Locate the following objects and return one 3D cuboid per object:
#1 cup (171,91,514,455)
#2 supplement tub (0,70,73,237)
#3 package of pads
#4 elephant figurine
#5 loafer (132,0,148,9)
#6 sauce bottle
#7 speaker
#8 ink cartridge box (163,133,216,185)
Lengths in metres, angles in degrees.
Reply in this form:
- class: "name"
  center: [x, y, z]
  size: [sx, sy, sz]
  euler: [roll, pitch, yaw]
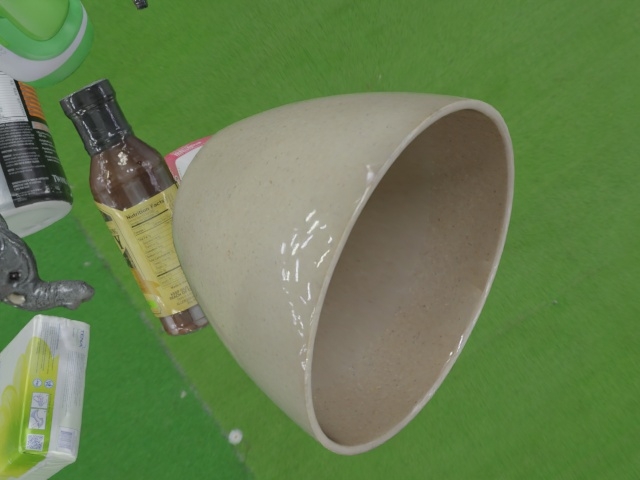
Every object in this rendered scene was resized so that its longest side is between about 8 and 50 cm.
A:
- class: "cup"
  center: [0.000, 0.000, 0.842]
  size: [0.236, 0.331, 0.331]
  euler: [23, 96, 31]
- class: "supplement tub"
  center: [-0.562, -0.178, 1.484]
  size: [0.207, 0.207, 0.338]
  euler: [-22, 83, 5]
- class: "package of pads"
  center: [-0.465, 0.266, 1.426]
  size: [0.101, 0.296, 0.229]
  euler: [15, 59, -30]
- class: "elephant figurine"
  center: [-0.443, 0.028, 1.118]
  size: [0.239, 0.186, 0.169]
  euler: [-27, 60, -6]
- class: "loafer"
  center: [-0.357, -0.465, 1.555]
  size: [0.061, 0.062, 0.170]
  euler: [-30, 70, -7]
- class: "sauce bottle"
  center: [-0.232, -0.043, 1.173]
  size: [0.111, 0.111, 0.345]
  euler: [-24, 101, 5]
- class: "speaker"
  center: [-0.374, -0.291, 0.943]
  size: [0.131, 0.296, 0.131]
  euler: [-12, 58, 21]
- class: "ink cartridge box"
  center: [-0.124, -0.050, 1.408]
  size: [0.117, 0.283, 0.207]
  euler: [-25, 110, -21]
